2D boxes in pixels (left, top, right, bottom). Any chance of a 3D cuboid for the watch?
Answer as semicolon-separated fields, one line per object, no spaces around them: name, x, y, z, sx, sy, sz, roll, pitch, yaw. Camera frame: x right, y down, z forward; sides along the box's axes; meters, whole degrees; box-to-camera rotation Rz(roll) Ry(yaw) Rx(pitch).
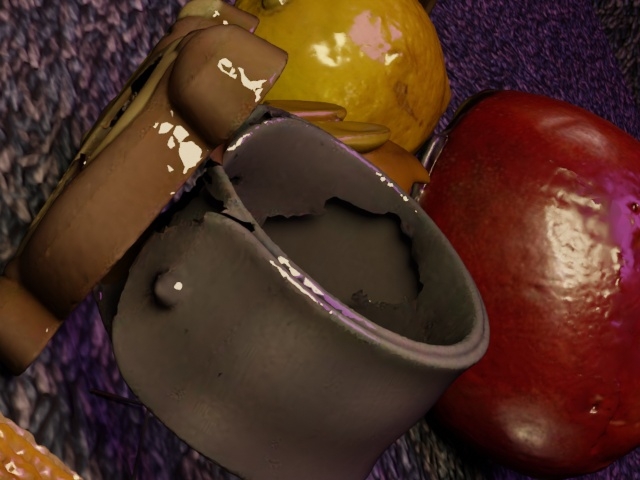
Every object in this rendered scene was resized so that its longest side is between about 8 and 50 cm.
watch;-0.036;0.010;1.000;0.327;0.314;0.335;37;22;-14

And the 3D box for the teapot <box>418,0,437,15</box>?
teapot;0.054;-0.335;1.663;0.175;0.186;0.268;35;-8;11

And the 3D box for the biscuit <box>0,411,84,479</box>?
biscuit;-0.171;0.201;0.849;0.379;0.094;0.054;46;31;-26

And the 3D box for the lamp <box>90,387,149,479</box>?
lamp;-0.144;0.167;0.993;0.054;0.041;0.121;42;35;-48

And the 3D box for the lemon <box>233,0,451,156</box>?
lemon;0.017;-0.177;1.374;0.288;0.233;0.234;39;34;-47

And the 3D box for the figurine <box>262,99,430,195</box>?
figurine;0.007;-0.007;1.228;0.215;0.228;0.215;27;6;-3

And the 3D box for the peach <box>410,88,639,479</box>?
peach;0.243;0.036;1.432;0.417;0.353;0.339;60;25;6
